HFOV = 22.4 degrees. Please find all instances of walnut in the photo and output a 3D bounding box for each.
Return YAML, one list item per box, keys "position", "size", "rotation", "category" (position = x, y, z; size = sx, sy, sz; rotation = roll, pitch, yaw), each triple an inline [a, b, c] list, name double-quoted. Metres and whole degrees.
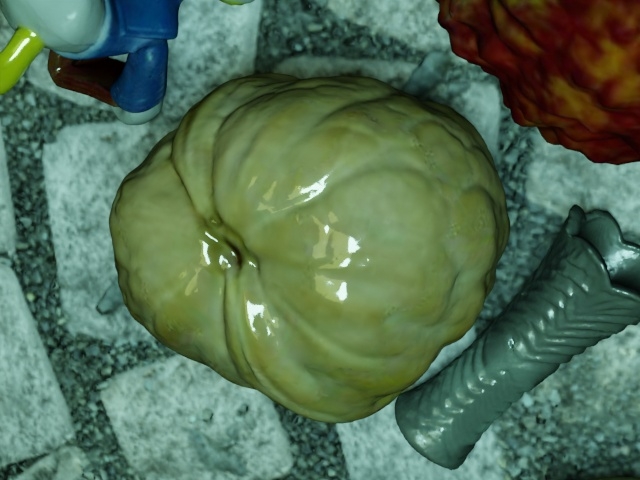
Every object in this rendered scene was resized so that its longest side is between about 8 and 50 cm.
- position: [0.000, 0.000, 1.249]
  size: [0.296, 0.285, 0.285]
  rotation: [-21, 96, 32]
  category: "walnut"

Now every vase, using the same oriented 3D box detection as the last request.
- position: [0.162, 0.086, 1.308]
  size: [0.115, 0.115, 0.237]
  rotation: [47, 115, 3]
  category: "vase"

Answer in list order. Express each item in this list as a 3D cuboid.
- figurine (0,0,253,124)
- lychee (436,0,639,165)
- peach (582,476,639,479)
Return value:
- position: [-0.139, -0.174, 1.277]
  size: [0.338, 0.283, 0.204]
  rotation: [-20, 77, -4]
  category: "figurine"
- position: [0.276, -0.254, 1.007]
  size: [0.424, 0.424, 0.500]
  rotation: [47, 136, 3]
  category: "lychee"
- position: [0.247, 0.335, 1.258]
  size: [0.292, 0.247, 0.292]
  rotation: [-4, 83, 32]
  category: "peach"
